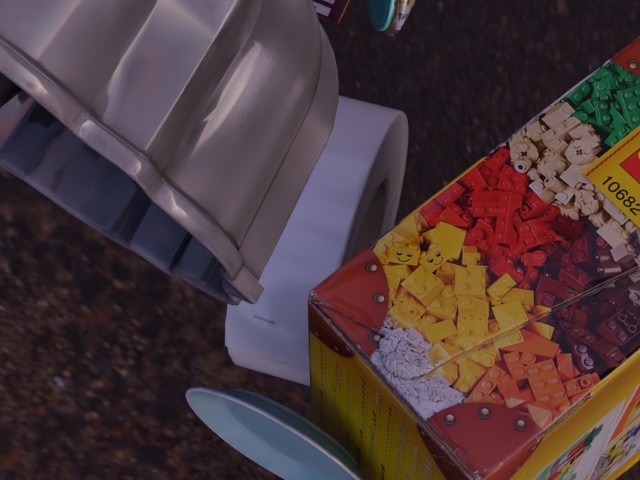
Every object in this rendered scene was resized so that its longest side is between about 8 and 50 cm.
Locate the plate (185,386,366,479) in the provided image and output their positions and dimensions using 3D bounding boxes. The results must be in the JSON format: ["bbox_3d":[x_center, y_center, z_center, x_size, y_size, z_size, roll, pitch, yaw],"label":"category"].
[{"bbox_3d":[-0.028,0.168,1.317,0.188,0.188,0.024,26,71,17],"label":"plate"}]

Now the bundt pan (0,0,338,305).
[{"bbox_3d":[-0.129,-0.116,0.669,0.331,0.331,0.124,32,81,18],"label":"bundt pan"}]

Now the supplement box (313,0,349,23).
[{"bbox_3d":[0.003,-0.339,1.723,0.104,0.081,0.188,22,50,-6],"label":"supplement box"}]

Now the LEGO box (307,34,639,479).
[{"bbox_3d":[0.189,0.102,1.372,0.372,0.500,0.193,-37,70,-17],"label":"LEGO box"}]

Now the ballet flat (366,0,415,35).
[{"bbox_3d":[0.036,-0.146,0.713,0.041,0.041,0.114,-13,72,8],"label":"ballet flat"}]

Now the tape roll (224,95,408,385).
[{"bbox_3d":[0.000,0.000,1.536,0.100,0.286,0.286,16,78,9],"label":"tape roll"}]
